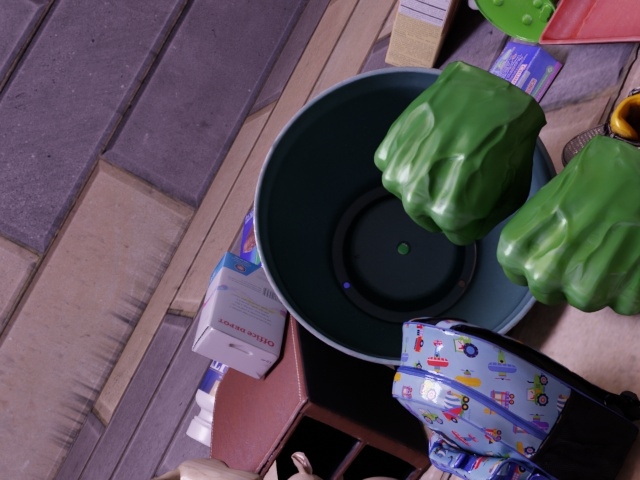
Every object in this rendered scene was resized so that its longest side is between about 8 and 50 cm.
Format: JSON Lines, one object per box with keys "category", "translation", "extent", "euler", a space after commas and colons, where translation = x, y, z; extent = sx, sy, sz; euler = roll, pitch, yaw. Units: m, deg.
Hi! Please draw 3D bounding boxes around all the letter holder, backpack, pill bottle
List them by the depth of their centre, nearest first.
{"category": "backpack", "translation": [0.133, 0.133, 0.732], "extent": [0.116, 0.173, 0.158], "euler": [-63, 18, -9]}
{"category": "letter holder", "translation": [-0.018, 0.211, 1.086], "extent": [0.214, 0.152, 0.302], "euler": [-57, 17, 17]}
{"category": "pill bottle", "translation": [-0.123, 0.225, 1.421], "extent": [0.186, 0.112, 0.112], "euler": [-64, 17, -11]}

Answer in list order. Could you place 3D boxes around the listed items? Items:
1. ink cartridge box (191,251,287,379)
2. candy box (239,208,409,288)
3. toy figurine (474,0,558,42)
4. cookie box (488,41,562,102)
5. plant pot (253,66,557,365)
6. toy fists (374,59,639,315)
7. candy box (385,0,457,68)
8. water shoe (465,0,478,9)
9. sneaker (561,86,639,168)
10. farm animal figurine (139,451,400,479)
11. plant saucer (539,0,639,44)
{"category": "ink cartridge box", "translation": [-0.088, 0.085, 1.066], "extent": [0.052, 0.089, 0.122], "euler": [-53, 19, 37]}
{"category": "candy box", "translation": [0.000, 0.000, 1.379], "extent": [0.268, 0.122, 0.317], "euler": [-42, 25, 24]}
{"category": "toy figurine", "translation": [0.291, -0.362, 1.188], "extent": [0.159, 0.130, 0.173], "euler": [-54, -5, -13]}
{"category": "cookie box", "translation": [0.246, -0.199, 1.185], "extent": [0.091, 0.040, 0.107], "euler": [-57, 17, 9]}
{"category": "plant pot", "translation": [0.088, -0.008, 0.983], "extent": [0.293, 0.293, 0.196], "euler": [-63, -9, -9]}
{"category": "toy fists", "translation": [0.174, -0.037, 0.813], "extent": [0.142, 0.279, 0.096], "euler": [-51, -25, -11]}
{"category": "candy box", "translation": [0.185, -0.415, 1.450], "extent": [0.316, 0.088, 0.182], "euler": [97, -166, -68]}
{"category": "water shoe", "translation": [0.283, -0.425, 1.412], "extent": [0.073, 0.080, 0.203], "euler": [62, -133, -65]}
{"category": "sneaker", "translation": [0.283, -0.096, 0.820], "extent": [0.088, 0.093, 0.225], "euler": [-64, 17, -13]}
{"category": "farm animal figurine", "translation": [-0.007, 0.298, 0.811], "extent": [0.327, 0.172, 0.330], "euler": [-47, 59, 37]}
{"category": "plant saucer", "translation": [0.371, -0.313, 1.005], "extent": [0.259, 0.048, 0.258], "euler": [-60, 17, 3]}
